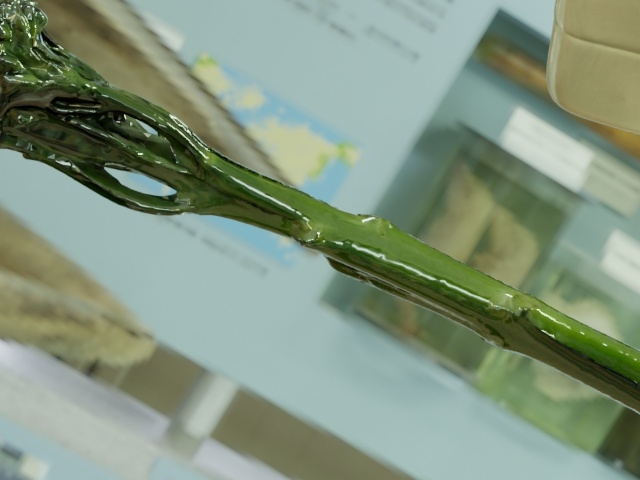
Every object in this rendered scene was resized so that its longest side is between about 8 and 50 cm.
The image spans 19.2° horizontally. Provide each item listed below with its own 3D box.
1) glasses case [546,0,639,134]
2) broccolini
[{"bbox_3d":[0.213,-0.145,0.847,0.144,0.076,0.336,16,35,15],"label":"glasses case"},{"bbox_3d":[-0.001,0.001,0.438,0.218,0.042,0.044,27,13,-15],"label":"broccolini"}]
